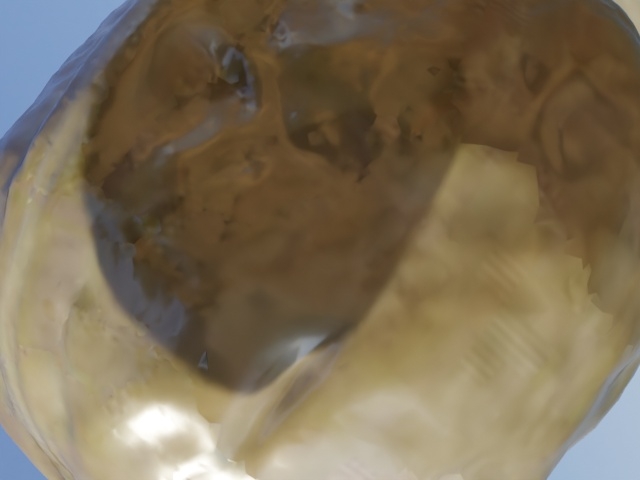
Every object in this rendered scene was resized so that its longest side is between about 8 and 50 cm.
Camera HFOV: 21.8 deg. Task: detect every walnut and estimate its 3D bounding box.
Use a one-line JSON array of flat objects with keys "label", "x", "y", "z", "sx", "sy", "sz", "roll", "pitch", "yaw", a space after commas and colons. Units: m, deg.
[{"label": "walnut", "x": 0.000, "y": 0.000, "z": 0.860, "sx": 0.381, "sy": 0.381, "sz": 0.381, "roll": -22, "pitch": -90, "yaw": -77}]
